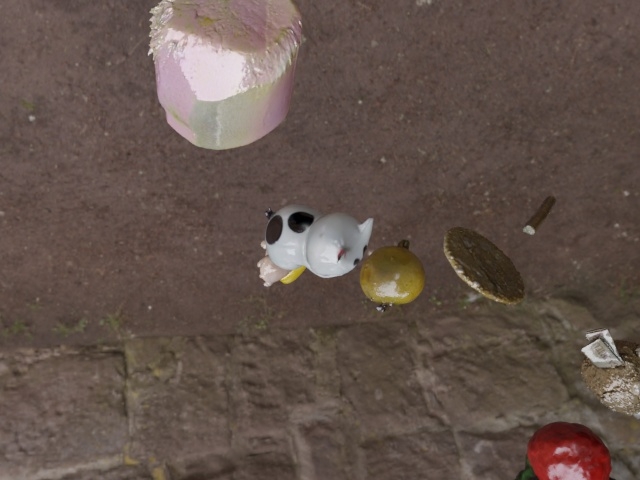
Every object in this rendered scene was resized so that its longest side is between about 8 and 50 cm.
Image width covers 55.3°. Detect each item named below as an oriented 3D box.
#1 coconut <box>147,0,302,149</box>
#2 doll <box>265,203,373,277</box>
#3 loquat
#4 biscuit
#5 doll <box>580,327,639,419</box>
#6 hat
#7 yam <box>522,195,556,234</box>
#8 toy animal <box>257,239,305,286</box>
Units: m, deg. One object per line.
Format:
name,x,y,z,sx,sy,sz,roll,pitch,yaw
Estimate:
coconut,-0.146,-0.266,0.933,0.233,0.232,0.245,-2,158,-13
doll,-0.004,0.001,0.962,0.181,0.110,0.106,14,150,38
loquat,0.195,0.089,1.627,0.172,0.204,0.149,7,155,34
biscuit,0.357,0.054,1.334,0.220,0.219,0.033,14,131,-31
doll,0.460,0.207,0.918,0.221,0.105,0.115,25,161,-30
hat,0.396,0.441,0.992,0.243,0.274,0.332,-21,117,-5
yam,0.486,-0.055,1.351,0.145,0.032,0.032,-41,165,-41
toy animal,-0.076,0.033,1.127,0.114,0.082,0.091,-26,150,-27
